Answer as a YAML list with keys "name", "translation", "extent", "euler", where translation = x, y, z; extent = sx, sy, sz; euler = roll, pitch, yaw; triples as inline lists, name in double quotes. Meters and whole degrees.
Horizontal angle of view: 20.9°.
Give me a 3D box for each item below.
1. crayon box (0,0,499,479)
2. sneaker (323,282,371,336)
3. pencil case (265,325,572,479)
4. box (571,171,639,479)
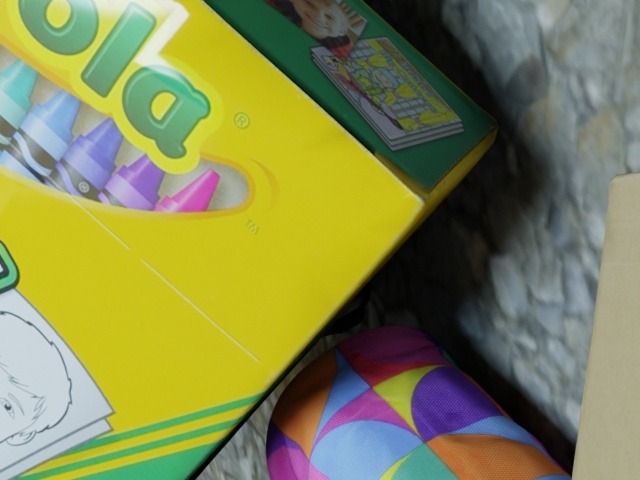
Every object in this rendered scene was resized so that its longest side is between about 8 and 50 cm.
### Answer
- name: "crayon box"
  translation: [-0.162, -0.049, 0.730]
  extent: [0.363, 0.106, 0.313]
  euler: [42, 123, 4]
- name: "sneaker"
  translation: [0.000, 0.000, 0.794]
  extent: [0.170, 0.075, 0.063]
  euler: [-48, 40, 38]
- name: "pencil case"
  translation: [0.068, 0.130, 0.675]
  extent: [0.236, 0.104, 0.104]
  euler: [49, 146, 47]
- name: "box"
  translation: [0.137, 0.058, 0.493]
  extent: [0.201, 0.021, 0.164]
  euler: [-179, 97, -66]
